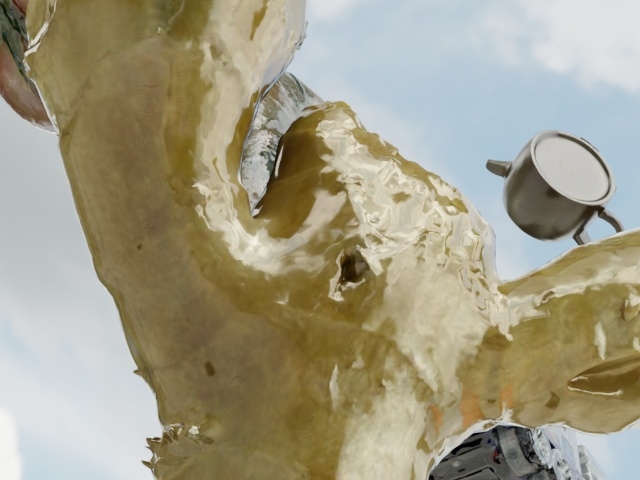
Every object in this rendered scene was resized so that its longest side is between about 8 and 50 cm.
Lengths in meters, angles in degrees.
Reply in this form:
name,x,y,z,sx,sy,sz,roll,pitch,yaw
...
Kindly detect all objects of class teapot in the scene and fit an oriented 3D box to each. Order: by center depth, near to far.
name,x,y,z,sx,sy,sz,roll,pitch,yaw
teapot,0.176,-0.029,1.255,0.121,0.076,0.068,41,-47,7

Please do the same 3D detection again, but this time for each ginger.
name,x,y,z,sx,sy,sz,roll,pitch,yaw
ginger,-0.016,0.032,0.662,0.363,0.348,0.122,42,-24,-9

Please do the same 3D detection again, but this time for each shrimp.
name,x,y,z,sx,sy,sz,roll,pitch,yaw
shrimp,-0.003,0.001,0.858,0.035,0.195,0.148,-23,-57,29

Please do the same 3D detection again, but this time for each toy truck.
name,x,y,z,sx,sy,sz,roll,pitch,yaw
toy truck,0.159,0.188,1.376,0.124,0.155,0.268,-23,-51,21

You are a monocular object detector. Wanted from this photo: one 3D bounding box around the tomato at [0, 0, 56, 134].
name,x,y,z,sx,sy,sz,roll,pitch,yaw
tomato,-0.146,-0.141,0.886,0.225,0.085,0.225,33,-41,33
